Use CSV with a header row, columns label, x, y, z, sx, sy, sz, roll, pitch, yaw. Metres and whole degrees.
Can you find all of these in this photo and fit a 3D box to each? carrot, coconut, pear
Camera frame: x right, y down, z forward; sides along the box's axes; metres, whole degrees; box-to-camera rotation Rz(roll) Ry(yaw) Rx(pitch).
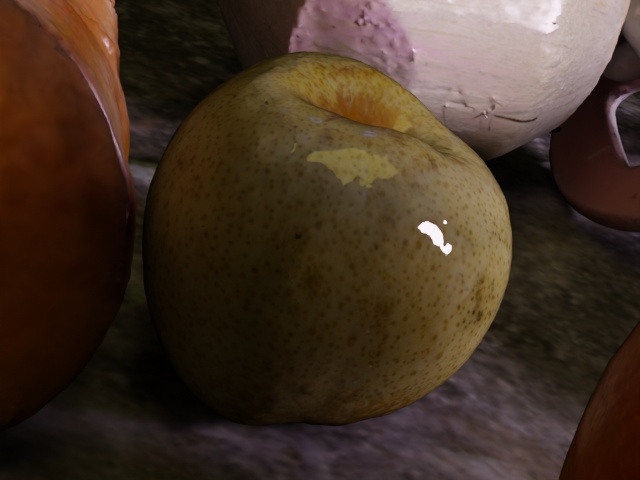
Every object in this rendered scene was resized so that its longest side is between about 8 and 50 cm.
label,x,y,z,sx,sy,sz,roll,pitch,yaw
carrot,-0.151,-0.056,0.693,0.196,0.196,0.254,13,22,-2
coconut,0.045,-0.160,0.928,0.230,0.227,0.227,14,26,-16
pear,0.000,0.000,0.700,0.167,0.137,0.167,14,24,-7

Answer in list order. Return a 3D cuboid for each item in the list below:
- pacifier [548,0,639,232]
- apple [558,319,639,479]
label,x,y,z,sx,sy,sz,roll,pitch,yaw
pacifier,0.287,-0.105,0.938,0.273,0.332,0.220,61,19,7
apple,0.212,0.098,0.461,0.286,0.286,0.233,12,23,-5
